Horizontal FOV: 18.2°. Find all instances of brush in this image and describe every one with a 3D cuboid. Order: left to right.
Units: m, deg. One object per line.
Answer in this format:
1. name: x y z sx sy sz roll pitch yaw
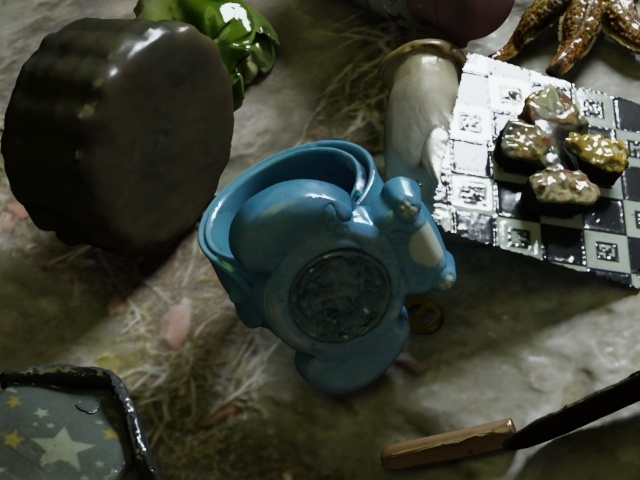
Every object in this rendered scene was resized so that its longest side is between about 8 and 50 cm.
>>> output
1. brush: 0.024 0.032 1.802 0.218 0.010 0.082 26 65 33

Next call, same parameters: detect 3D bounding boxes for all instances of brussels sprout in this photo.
1. brussels sprout: -0.127 -0.196 1.988 0.139 0.100 0.181 -46 68 2

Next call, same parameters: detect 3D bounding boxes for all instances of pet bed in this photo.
1. pet bed: -0.191 0.217 1.604 0.183 0.211 0.159 25 55 35

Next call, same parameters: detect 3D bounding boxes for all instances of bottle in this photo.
1. bottle: 0.082 -0.269 1.937 0.120 0.120 0.253 -42 46 -15

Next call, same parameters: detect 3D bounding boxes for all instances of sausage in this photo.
1. sausage: 0.106 0.170 1.653 0.116 0.026 0.026 -13 50 11

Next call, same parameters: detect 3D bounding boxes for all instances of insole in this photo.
1. insole: 0.294 0.097 1.590 0.328 0.111 0.007 -26 68 9

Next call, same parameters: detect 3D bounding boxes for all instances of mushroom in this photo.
1. mushroom: 0.107 -0.083 1.810 0.108 0.096 0.247 -37 43 20

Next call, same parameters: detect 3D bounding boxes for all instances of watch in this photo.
1. watch: 0.000 0.000 1.728 0.211 0.211 0.193 -27 33 -2

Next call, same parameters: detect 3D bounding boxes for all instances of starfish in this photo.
1. starfish: 0.258 -0.232 1.897 0.238 0.057 0.213 -35 50 -10

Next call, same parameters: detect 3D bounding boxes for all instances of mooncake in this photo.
1. mooncake: -0.187 -0.099 1.843 0.124 0.228 0.228 15 60 33

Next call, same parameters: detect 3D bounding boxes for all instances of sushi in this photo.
1. sushi: 0.205 -0.076 1.745 0.193 0.040 0.210 16 53 -6
